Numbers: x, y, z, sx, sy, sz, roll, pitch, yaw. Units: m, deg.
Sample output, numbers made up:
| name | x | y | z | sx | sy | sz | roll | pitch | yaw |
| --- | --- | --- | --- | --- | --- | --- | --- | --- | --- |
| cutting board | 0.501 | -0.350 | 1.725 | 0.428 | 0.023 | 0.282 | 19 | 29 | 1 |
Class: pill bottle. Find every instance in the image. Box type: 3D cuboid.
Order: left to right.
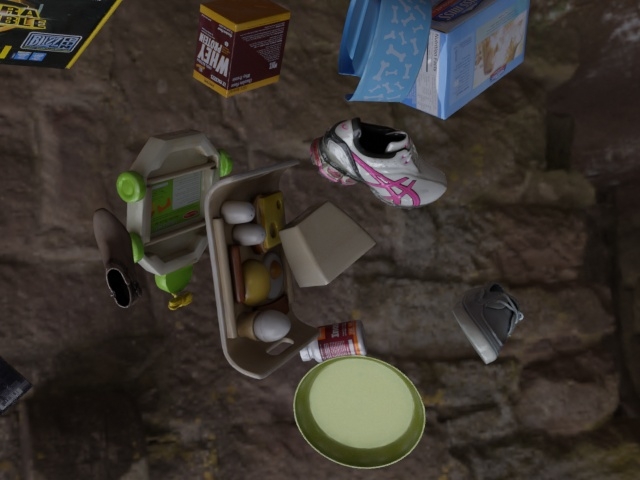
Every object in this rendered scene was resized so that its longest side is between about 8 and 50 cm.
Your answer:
| name | x | y | z | sx | sy | sz | roll | pitch | yaw |
| --- | --- | --- | --- | --- | --- | --- | --- | --- | --- |
| pill bottle | 0.028 | 0.239 | 1.910 | 0.151 | 0.086 | 0.086 | -11 | 169 | 8 |

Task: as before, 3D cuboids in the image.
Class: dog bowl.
| name | x | y | z | sx | sy | sz | roll | pitch | yaw |
| --- | --- | --- | --- | --- | --- | --- | --- | --- | --- |
| dog bowl | 0.085 | -0.283 | 1.113 | 0.074 | 0.166 | 0.297 | 13 | -155 | -8 |

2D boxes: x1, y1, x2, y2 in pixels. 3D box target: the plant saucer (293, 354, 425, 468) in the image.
| name | x | y | z | sx | sy | sz | roll | pitch | yaw |
| --- | --- | --- | --- | --- | --- | --- | --- | --- | --- |
| plant saucer | 0.072 | 0.305 | 1.485 | 0.240 | 0.241 | 0.037 | -8 | -159 | 14 |

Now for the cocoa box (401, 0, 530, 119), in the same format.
| name | x | y | z | sx | sy | sz | roll | pitch | yaw |
| --- | --- | --- | --- | --- | --- | --- | --- | --- | --- |
| cocoa box | 0.310 | -0.487 | 1.943 | 0.228 | 0.232 | 0.347 | 29 | -129 | 33 |

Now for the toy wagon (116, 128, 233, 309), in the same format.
| name | x | y | z | sx | sy | sz | roll | pitch | yaw |
| --- | --- | --- | --- | --- | --- | --- | --- | --- | --- |
| toy wagon | -0.281 | -0.035 | 1.564 | 0.068 | 0.345 | 0.267 | 19 | -156 | 28 |

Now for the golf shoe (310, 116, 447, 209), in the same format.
| name | x | y | z | sx | sy | sz | roll | pitch | yaw |
| --- | --- | --- | --- | --- | --- | --- | --- | --- | --- |
| golf shoe | 0.084 | -0.087 | 0.934 | 0.186 | 0.068 | 0.086 | 15 | 150 | -34 |

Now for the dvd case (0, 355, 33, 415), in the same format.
| name | x | y | z | sx | sy | sz | roll | pitch | yaw |
| --- | --- | --- | --- | --- | --- | --- | --- | --- | --- |
| dvd case | -0.559 | 0.213 | 1.214 | 0.018 | 0.164 | 0.221 | 30 | 158 | 43 |

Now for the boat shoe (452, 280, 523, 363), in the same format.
| name | x | y | z | sx | sy | sz | roll | pitch | yaw |
| --- | --- | --- | --- | --- | --- | --- | --- | --- | --- |
| boat shoe | 0.234 | 0.099 | 1.125 | 0.081 | 0.079 | 0.227 | -33 | -176 | 12 |

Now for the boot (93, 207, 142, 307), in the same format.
| name | x | y | z | sx | sy | sz | roll | pitch | yaw |
| --- | --- | --- | --- | --- | --- | --- | --- | --- | --- |
| boot | -0.252 | 0.024 | 1.006 | 0.042 | 0.119 | 0.087 | -23 | -161 | -1 |

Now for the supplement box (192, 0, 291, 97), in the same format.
| name | x | y | z | sx | sy | sz | roll | pitch | yaw |
| --- | --- | --- | --- | --- | --- | --- | --- | --- | --- |
| supplement box | -0.198 | -0.488 | 2.034 | 0.191 | 0.129 | 0.194 | -28 | 143 | -42 |

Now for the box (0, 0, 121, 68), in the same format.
| name | x | y | z | sx | sy | sz | roll | pitch | yaw |
| --- | --- | --- | --- | --- | --- | --- | --- | --- | --- |
| box | -0.462 | -0.331 | 1.113 | 0.321 | 0.079 | 0.257 | -3 | 169 | -38 |

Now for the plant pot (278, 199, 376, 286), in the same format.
| name | x | y | z | sx | sy | sz | roll | pitch | yaw |
| --- | --- | --- | --- | --- | --- | --- | --- | --- | --- |
| plant pot | 0.000 | 0.000 | 1.257 | 0.109 | 0.096 | 0.109 | -39 | -168 | -22 |

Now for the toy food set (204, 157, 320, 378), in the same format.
| name | x | y | z | sx | sy | sz | roll | pitch | yaw |
| --- | --- | --- | --- | --- | --- | --- | --- | --- | --- |
| toy food set | -0.072 | 0.034 | 1.274 | 0.092 | 0.306 | 0.219 | 0 | -167 | 26 |
